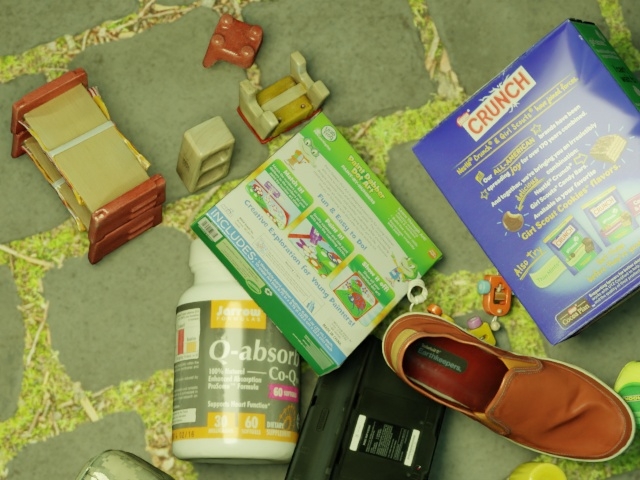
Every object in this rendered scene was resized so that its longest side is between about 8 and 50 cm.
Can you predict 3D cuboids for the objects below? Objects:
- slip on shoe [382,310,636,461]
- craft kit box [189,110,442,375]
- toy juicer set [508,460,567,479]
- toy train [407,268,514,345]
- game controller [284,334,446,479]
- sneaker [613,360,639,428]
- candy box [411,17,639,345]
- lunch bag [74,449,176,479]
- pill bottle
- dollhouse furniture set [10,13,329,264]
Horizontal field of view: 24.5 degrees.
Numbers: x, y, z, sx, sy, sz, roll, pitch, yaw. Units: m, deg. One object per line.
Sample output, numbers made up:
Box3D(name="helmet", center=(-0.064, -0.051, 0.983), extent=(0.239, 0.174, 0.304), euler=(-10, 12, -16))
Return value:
Box3D(name="slip on shoe", center=(0.230, 0.187, 1.804), extent=(0.331, 0.101, 0.123), euler=(25, 101, -1))
Box3D(name="craft kit box", center=(0.000, 0.000, 1.853), extent=(0.250, 0.061, 0.246), euler=(50, 55, -4))
Box3D(name="toy juicer set", center=(0.298, 0.452, 1.819), extent=(0.209, 0.089, 0.329), euler=(21, 72, -5))
Box3D(name="toy train", center=(0.177, 0.092, 1.903), extent=(0.166, 0.046, 0.125), euler=(-1, 92, -24))
Box3D(name="game controller", center=(0.058, 0.250, 1.820), extent=(0.166, 0.067, 0.319), euler=(21, 49, 0))
Box3D(name="sneaker", center=(0.497, 0.257, 1.840), extent=(0.295, 0.109, 0.123), euler=(28, 96, 13))
Box3D(name="candy box", center=(0.317, -0.075, 1.858), extent=(0.268, 0.122, 0.317), euler=(-39, 78, 22))
Box3D(name="lunch bag", center=(-0.219, 0.440, 1.790), extent=(0.256, 0.212, 0.305), euler=(29, 83, 10))
Box3D(name="pill bottle", center=(-0.105, 0.141, 1.870), extent=(0.162, 0.162, 0.278), euler=(0, 78, 4))
Box3D(name="dollhouse furniture set", center=(-0.202, -0.157, 1.968), extent=(0.374, 0.152, 0.201), euler=(-31, 77, -20))
